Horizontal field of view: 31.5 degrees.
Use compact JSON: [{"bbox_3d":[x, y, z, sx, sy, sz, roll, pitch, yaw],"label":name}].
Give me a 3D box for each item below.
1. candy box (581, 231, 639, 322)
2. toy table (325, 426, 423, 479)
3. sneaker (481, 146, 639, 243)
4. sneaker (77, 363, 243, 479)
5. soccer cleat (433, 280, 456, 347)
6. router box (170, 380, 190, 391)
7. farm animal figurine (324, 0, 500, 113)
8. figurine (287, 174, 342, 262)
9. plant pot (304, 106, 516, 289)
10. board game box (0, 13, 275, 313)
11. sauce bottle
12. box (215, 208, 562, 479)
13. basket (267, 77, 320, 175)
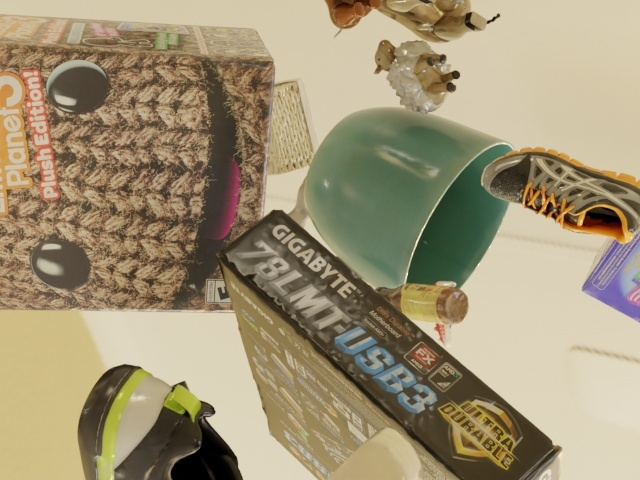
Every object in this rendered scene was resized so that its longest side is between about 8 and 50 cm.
[{"bbox_3d":[0.612,0.047,1.762,0.317,0.122,0.268,31,-40,7],"label":"candy box"},{"bbox_3d":[0.014,0.241,0.658,0.274,0.252,0.161,-46,-101,13],"label":"toy table"},{"bbox_3d":[0.306,-0.054,1.424,0.215,0.083,0.084,12,-42,13],"label":"sneaker"},{"bbox_3d":[-0.101,0.181,0.783,0.097,0.084,0.234,13,-42,16],"label":"sneaker"},{"bbox_3d":[0.158,0.091,1.410,0.035,0.029,0.083,-12,-104,21],"label":"soccer cleat"},{"bbox_3d":[-0.236,0.323,1.750,0.046,0.133,0.179,-31,-99,53],"label":"router box"},{"bbox_3d":[0.103,-0.388,1.596,0.327,0.330,0.172,39,-23,-27],"label":"farm animal figurine"},{"bbox_3d":[0.000,0.000,2.007,0.215,0.209,0.092,35,-6,21],"label":"figurine"},{"bbox_3d":[0.119,-0.068,1.711,0.235,0.293,0.293,32,-39,25],"label":"plant pot"},{"bbox_3d":[-0.198,-0.069,1.002,0.141,0.291,0.232,-115,-153,-68],"label":"board game box"},{"bbox_3d":[0.103,0.066,1.228,0.128,0.042,0.042,4,-54,51],"label":"sauce bottle"},{"bbox_3d":[0.054,0.157,0.904,0.295,0.073,0.293,39,-22,31],"label":"box"},{"bbox_3d":[-0.083,-0.203,2.084,0.113,0.103,0.167,1,-73,51],"label":"basket"}]
